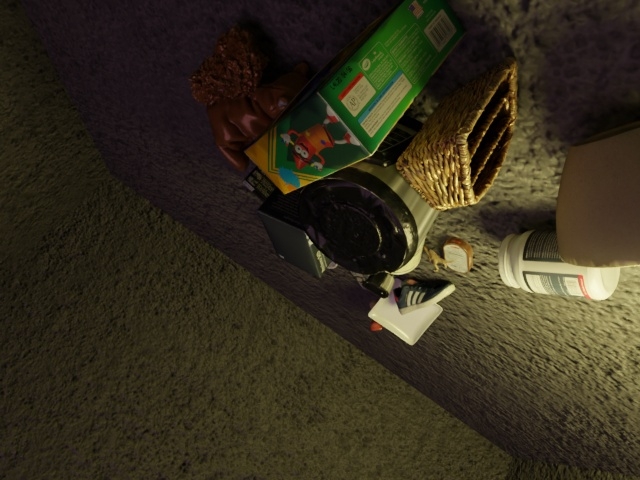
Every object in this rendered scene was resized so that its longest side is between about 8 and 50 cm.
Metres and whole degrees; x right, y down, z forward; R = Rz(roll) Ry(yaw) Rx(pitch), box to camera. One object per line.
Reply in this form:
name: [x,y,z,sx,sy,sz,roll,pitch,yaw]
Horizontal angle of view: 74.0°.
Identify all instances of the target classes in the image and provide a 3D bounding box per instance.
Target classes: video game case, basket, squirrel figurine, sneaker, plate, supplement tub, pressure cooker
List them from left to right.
squirrel figurine: [-0.211,-0.470,1.377,0.370,0.281,0.397,-3,138,46]
video game case: [0.257,0.207,2.266,0.183,0.023,0.201,8,142,47]
pressure cooker: [0.172,-0.156,1.238,0.370,0.420,0.375,48,144,-11]
plate: [0.424,0.353,2.137,0.277,0.045,0.278,34,118,6]
sneaker: [0.452,0.229,1.937,0.350,0.131,0.148,-36,75,51]
basket: [0.368,-0.226,0.998,0.213,0.299,0.223,45,154,-16]
supplement tub: [0.687,0.064,1.232,0.272,0.191,0.191,2,139,52]

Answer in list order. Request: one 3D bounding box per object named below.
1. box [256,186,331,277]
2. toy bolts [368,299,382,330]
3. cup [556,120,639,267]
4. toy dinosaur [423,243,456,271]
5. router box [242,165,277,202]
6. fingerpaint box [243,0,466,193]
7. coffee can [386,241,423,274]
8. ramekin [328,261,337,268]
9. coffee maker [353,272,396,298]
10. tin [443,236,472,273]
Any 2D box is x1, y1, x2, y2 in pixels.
box: [-0.004,-0.123,1.560,0.211,0.396,0.294,24,154,25]
toy bolts: [0.377,0.389,2.314,0.228,0.159,0.218,-10,177,20]
cup: [0.644,-0.114,0.881,0.331,0.330,0.237,-12,102,59]
toy dinosaur: [0.456,0.076,1.655,0.183,0.053,0.093,37,160,54]
router box: [-0.253,-0.257,1.965,0.179,0.133,0.046,44,154,-16]
fingerpaint box: [0.068,-0.347,1.001,0.163,0.445,0.371,46,155,-18]
coffee can: [0.292,-0.022,1.585,0.201,0.202,0.275,27,154,20]
ramekin: [0.000,0.000,2.093,0.277,0.135,0.277,29,154,15]
coffee maker: [0.275,0.145,1.938,0.171,0.178,0.120,39,154,-12]
tin: [0.527,0.060,1.629,0.106,0.040,0.190,15,148,31]
